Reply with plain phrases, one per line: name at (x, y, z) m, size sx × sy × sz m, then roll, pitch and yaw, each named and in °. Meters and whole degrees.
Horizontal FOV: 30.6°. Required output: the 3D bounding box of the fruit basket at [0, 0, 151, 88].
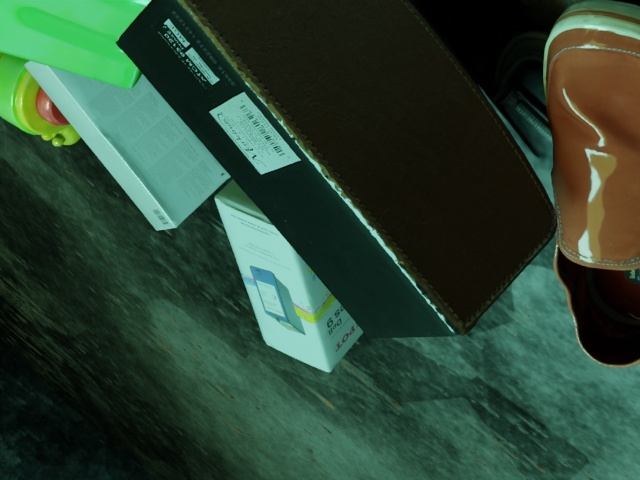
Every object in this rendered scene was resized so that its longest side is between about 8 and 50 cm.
fruit basket at (-0.249, -0.315, 0.899) m, size 0.392 × 0.282 × 0.392 m, roll 22°, pitch 153°, yaw 12°

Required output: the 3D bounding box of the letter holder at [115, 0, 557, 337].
letter holder at (0.043, -0.109, 0.854) m, size 0.302 × 0.214 × 0.152 m, roll 50°, pitch 160°, yaw -11°

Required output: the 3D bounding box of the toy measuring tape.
toy measuring tape at (-0.342, -0.225, 1.343) m, size 0.121 × 0.121 × 0.330 m, roll 28°, pitch 149°, yaw 29°

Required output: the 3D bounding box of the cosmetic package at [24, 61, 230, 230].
cosmetic package at (-0.214, -0.133, 1.316) m, size 0.239 × 0.099 × 0.060 m, roll 54°, pitch 154°, yaw -17°

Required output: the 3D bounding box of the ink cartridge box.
ink cartridge box at (0.000, 0.000, 1.148) m, size 0.093 × 0.154 × 0.212 m, roll 24°, pitch 146°, yaw 31°

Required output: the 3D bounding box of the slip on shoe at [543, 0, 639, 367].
slip on shoe at (0.219, -0.028, 0.848) m, size 0.123 × 0.101 × 0.331 m, roll 11°, pitch 141°, yaw 26°

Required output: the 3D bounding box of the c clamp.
c clamp at (0.191, -0.088, 0.912) m, size 0.160 × 0.022 × 0.137 m, roll 46°, pitch 153°, yaw -4°
